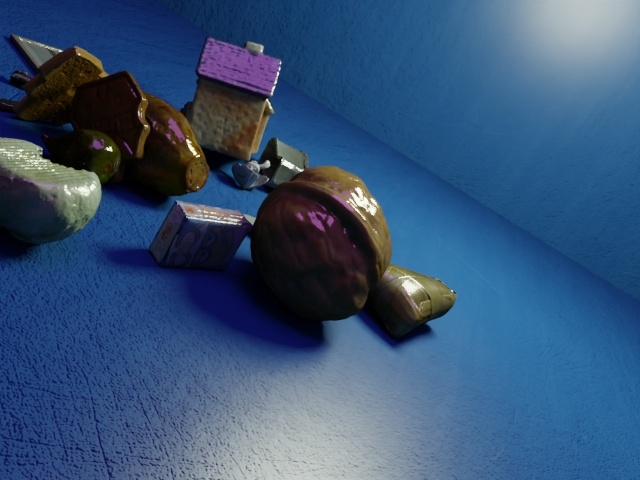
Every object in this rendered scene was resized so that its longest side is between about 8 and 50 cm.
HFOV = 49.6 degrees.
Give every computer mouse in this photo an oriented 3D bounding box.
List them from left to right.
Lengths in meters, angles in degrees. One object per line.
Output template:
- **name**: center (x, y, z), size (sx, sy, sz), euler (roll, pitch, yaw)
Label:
- **computer mouse**: center (-0.142, -0.028, 1.546), size (0.110, 0.032, 0.056), euler (19, 20, -3)

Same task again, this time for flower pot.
- **flower pot**: center (-0.096, -0.199, 1.912), size (0.108, 0.103, 0.229), euler (23, 21, -23)

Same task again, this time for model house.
- **model house**: center (-0.233, -0.391, 1.827), size (0.245, 0.280, 0.312), euler (16, 15, -8)

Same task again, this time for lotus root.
- **lotus root**: center (-0.349, -0.209, 1.465), size (0.291, 0.193, 0.193), euler (42, 23, 28)

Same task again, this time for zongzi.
- **zongzi**: center (0.164, 0.094, 1.566), size (0.256, 0.115, 0.228), euler (42, 27, 24)

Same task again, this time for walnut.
- **walnut**: center (0.000, 0.000, 1.343), size (0.285, 0.285, 0.296), euler (34, 51, 9)

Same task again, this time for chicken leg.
- **chicken leg**: center (-0.586, -0.326, 1.597), size (0.253, 0.051, 0.106), euler (27, 25, -3)

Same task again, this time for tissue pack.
- **tissue pack**: center (-0.218, -0.008, 1.266), size (0.155, 0.116, 0.065), euler (9, 32, -47)

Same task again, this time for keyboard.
- **keyboard**: center (-0.644, -0.283, 1.464), size (0.053, 0.010, 0.155), euler (42, 23, 31)

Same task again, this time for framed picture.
- **framed picture**: center (-0.659, -0.441, 1.806), size (0.213, 0.016, 0.289), euler (7, 31, -48)

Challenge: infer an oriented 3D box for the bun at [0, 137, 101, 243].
- **bun**: center (-0.449, -0.071, 1.071), size (0.203, 0.127, 0.212), euler (6, 24, -48)

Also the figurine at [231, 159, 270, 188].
- **figurine**: center (-0.179, -0.174, 1.767), size (0.094, 0.082, 0.086), euler (18, 37, 26)

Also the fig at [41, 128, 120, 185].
- **fig**: center (-0.465, -0.164, 1.326), size (0.177, 0.117, 0.117), euler (20, 12, 32)

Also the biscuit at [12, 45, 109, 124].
- **biscuit**: center (-0.519, -0.319, 1.426), size (0.212, 0.239, 0.041), euler (-14, 69, -32)

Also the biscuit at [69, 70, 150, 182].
- **biscuit**: center (-0.420, -0.220, 1.377), size (0.034, 0.182, 0.216), euler (6, 74, -67)
